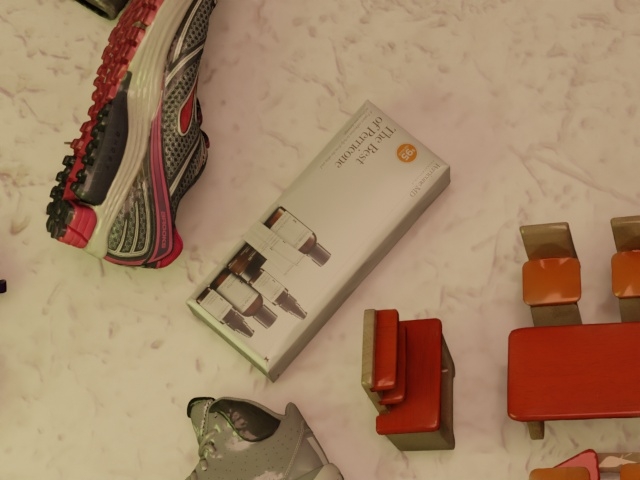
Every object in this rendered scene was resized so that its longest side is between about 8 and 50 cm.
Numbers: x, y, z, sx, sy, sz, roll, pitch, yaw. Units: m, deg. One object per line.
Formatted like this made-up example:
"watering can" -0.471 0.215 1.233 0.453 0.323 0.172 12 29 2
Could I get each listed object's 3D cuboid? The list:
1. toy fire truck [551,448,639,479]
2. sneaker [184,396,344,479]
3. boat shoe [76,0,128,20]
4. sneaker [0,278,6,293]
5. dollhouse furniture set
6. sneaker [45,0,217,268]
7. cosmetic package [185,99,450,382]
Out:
"toy fire truck" 0.296 0.226 1.529 0.192 0.047 0.135 -15 75 -2
"sneaker" -0.106 0.204 1.544 0.229 0.086 0.132 -23 71 -13
"boat shoe" -0.266 -0.273 1.664 0.219 0.078 0.070 28 78 7
"sneaker" -0.375 -0.008 1.620 0.098 0.083 0.223 -27 65 -38
"dollhouse furniture set" 0.173 0.108 1.488 0.259 0.135 0.262 -5 61 13
"sneaker" -0.142 -0.119 1.613 0.112 0.121 0.299 24 76 -22
"cosmetic package" 0.000 0.000 1.592 0.099 0.060 0.239 40 81 10
